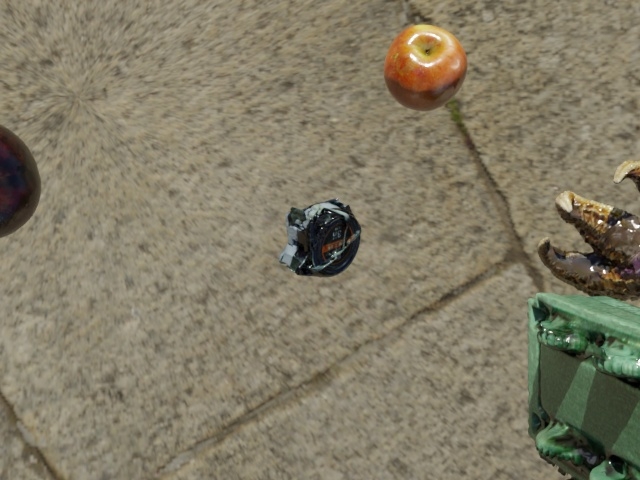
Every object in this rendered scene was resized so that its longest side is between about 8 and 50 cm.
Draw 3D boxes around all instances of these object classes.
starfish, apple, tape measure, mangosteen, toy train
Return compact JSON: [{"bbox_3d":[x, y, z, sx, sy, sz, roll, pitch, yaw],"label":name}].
[{"bbox_3d":[0.327,0.035,0.950,0.238,0.071,0.216,19,118,25],"label":"starfish"},{"bbox_3d":[0.196,-0.322,1.856,0.163,0.139,0.163,-1,60,2],"label":"apple"},{"bbox_3d":[0.001,0.001,1.109,0.094,0.054,0.091,-8,115,-44],"label":"tape measure"},{"bbox_3d":[-0.644,-0.119,1.842,0.236,0.261,0.235,-6,107,-19],"label":"mangosteen"},{"bbox_3d":[0.263,0.117,0.658,0.178,0.330,0.138,-4,98,-12],"label":"toy train"}]
